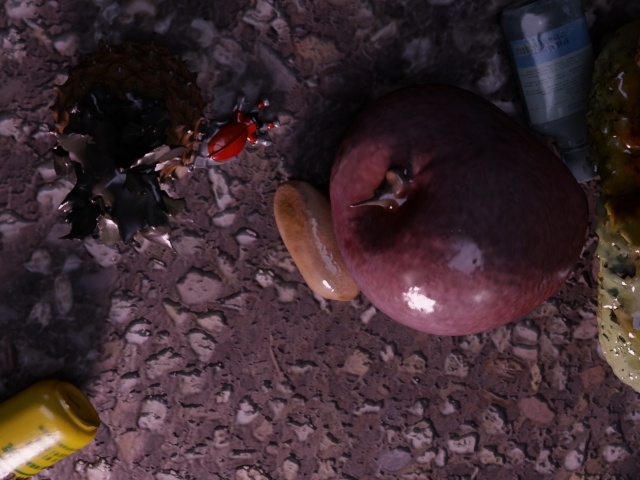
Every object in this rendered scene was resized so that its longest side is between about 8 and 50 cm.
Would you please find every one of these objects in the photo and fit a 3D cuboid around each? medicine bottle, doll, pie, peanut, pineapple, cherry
[{"bbox_3d":[-0.388,0.251,1.251,0.309,0.076,0.111,-30,140,8],"label":"medicine bottle"},{"bbox_3d":[-0.097,-0.109,1.207,0.114,0.039,0.057,-35,143,-11],"label":"doll"},{"bbox_3d":[0.259,-0.164,1.240,0.090,0.053,0.208,-21,111,-4],"label":"medicine bottle"},{"bbox_3d":[0.433,-0.055,1.228,0.395,0.180,0.418,-13,114,-31],"label":"pie"},{"bbox_3d":[0.000,0.000,1.238,0.076,0.076,0.152,-31,106,1],"label":"peanut"},{"bbox_3d":[-0.180,-0.077,1.034,0.166,0.364,0.165,-2,112,-5],"label":"pineapple"},{"bbox_3d":[0.141,-0.030,1.166,0.307,0.261,0.221,1,148,-35],"label":"cherry"}]
